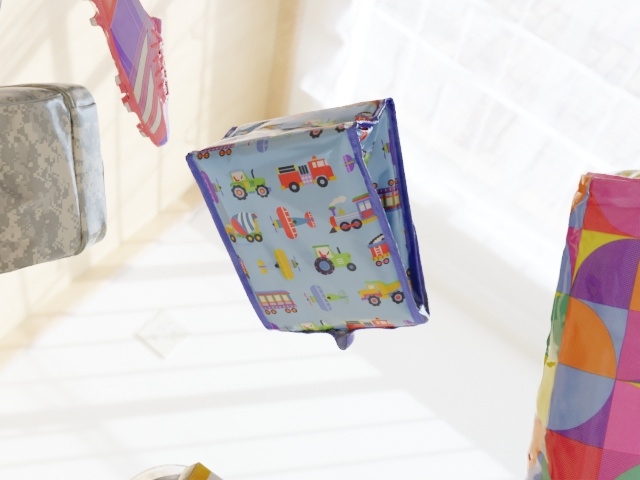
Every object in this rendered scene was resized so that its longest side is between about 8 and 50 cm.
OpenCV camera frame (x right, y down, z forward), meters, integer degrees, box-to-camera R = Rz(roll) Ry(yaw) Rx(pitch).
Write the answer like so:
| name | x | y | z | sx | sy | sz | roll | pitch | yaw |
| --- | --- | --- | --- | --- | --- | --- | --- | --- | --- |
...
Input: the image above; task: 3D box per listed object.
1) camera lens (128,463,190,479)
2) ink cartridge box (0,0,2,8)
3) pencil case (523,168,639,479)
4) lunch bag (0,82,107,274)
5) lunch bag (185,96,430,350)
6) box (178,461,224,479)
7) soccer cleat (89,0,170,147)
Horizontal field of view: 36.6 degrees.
| name | x | y | z | sx | sy | sz | roll | pitch | yaw |
| --- | --- | --- | --- | --- | --- | --- | --- | --- | --- |
| camera lens | -0.234 | 0.471 | 1.528 | 0.219 | 0.219 | 0.274 | -49 | -176 | -13 |
| ink cartridge box | -0.537 | -0.172 | 1.231 | 0.131 | 0.226 | 0.306 | 16 | 75 | -46 |
| pencil case | 0.188 | 0.074 | 0.598 | 0.104 | 0.104 | 0.236 | -5 | 106 | -68 |
| lunch bag | -0.493 | -0.107 | 1.553 | 0.256 | 0.212 | 0.305 | -49 | 141 | -71 |
| lunch bag | 0.000 | 0.000 | 1.162 | 0.138 | 0.221 | 0.293 | -43 | 122 | -58 |
| box | -0.061 | 0.236 | 0.714 | 0.028 | 0.136 | 0.081 | -30 | -155 | 47 |
| soccer cleat | -0.240 | -0.247 | 1.303 | 0.095 | 0.248 | 0.083 | -23 | -159 | -9 |
